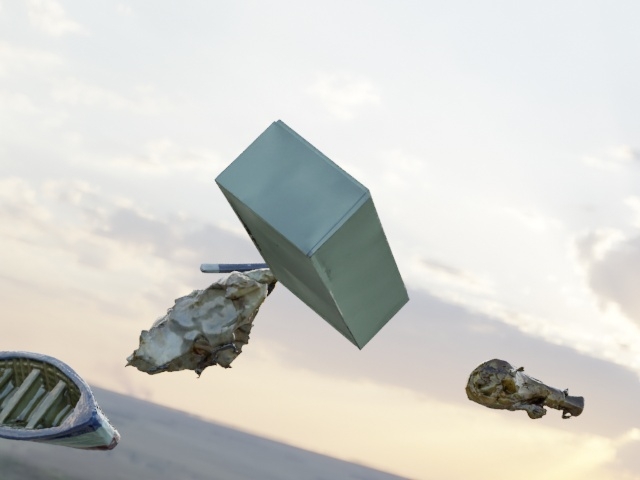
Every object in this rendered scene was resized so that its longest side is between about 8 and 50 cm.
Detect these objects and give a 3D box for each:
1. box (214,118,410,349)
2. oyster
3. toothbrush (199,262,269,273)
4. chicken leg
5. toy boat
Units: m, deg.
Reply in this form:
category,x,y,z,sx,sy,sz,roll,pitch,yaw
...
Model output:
category,x,y,z,sx,sy,sz,roll,pitch,yaw
box,0.000,0.000,1.232,0.129,0.086,0.225,39,-12,27
oyster,-0.189,0.143,2.068,0.198,0.133,0.337,-17,-11,-39
toothbrush,-0.076,0.046,2.214,0.288,0.026,0.024,-1,39,-28
chicken leg,0.346,0.253,2.129,0.207,0.085,0.101,14,-19,-7
toy boat,-0.229,0.136,1.047,0.229,0.080,0.046,6,-36,50
